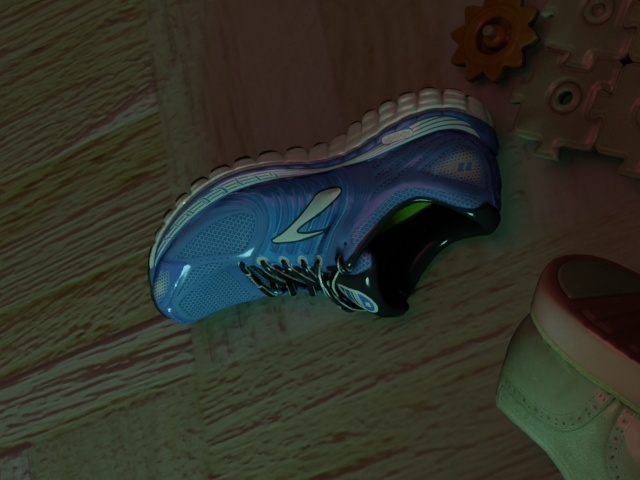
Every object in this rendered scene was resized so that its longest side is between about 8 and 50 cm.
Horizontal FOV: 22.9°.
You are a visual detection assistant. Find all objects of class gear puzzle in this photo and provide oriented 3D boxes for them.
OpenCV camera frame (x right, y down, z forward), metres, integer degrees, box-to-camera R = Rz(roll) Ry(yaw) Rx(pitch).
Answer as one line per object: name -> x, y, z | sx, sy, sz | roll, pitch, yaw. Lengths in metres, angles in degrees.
gear puzzle -> 0.244, -0.134, 1.268 | 0.339, 0.044, 0.175 | 15, 81, 38

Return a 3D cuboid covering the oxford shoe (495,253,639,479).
oxford shoe -> 0.279, 0.182, 1.084 | 0.397, 0.140, 0.146 | 48, 129, 31

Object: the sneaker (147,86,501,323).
sneaker -> 0.000, 0.000, 1.305 | 0.330, 0.130, 0.147 | -25, 57, 21
